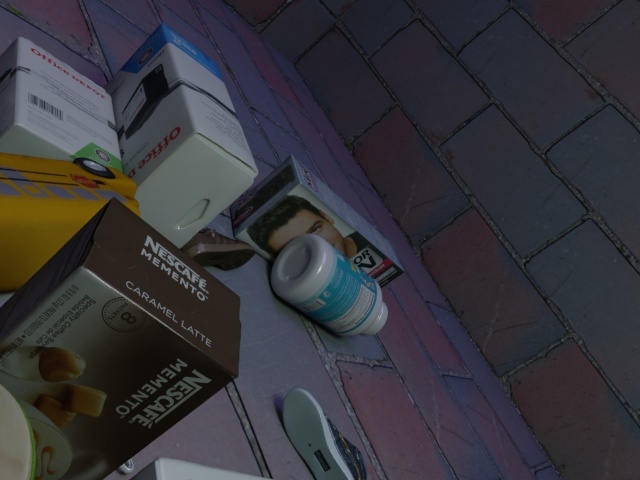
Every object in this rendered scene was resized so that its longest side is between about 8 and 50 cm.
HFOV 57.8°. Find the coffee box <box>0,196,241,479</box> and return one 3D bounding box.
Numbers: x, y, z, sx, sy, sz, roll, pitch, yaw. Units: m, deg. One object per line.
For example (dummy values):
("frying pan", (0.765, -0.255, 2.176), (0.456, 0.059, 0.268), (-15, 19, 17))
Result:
("coffee box", (-0.197, 0.105, 0.462), (0.141, 0.246, 0.098), (43, 19, -26))

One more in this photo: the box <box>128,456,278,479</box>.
("box", (-0.052, 0.320, 0.448), (0.345, 0.215, 0.168), (36, 22, -43))

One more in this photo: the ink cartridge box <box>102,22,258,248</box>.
("ink cartridge box", (-0.249, -0.157, 0.909), (0.129, 0.223, 0.307), (33, 25, -45))

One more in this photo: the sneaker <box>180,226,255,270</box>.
("sneaker", (-0.182, 0.005, 1.017), (0.071, 0.066, 0.188), (56, 17, 17))

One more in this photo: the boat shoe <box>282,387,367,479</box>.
("boat shoe", (0.007, 0.309, 0.893), (0.183, 0.065, 0.083), (62, 18, 12))

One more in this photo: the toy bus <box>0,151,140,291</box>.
("toy bus", (-0.309, -0.022, 0.608), (0.130, 0.108, 0.332), (33, 12, 16))

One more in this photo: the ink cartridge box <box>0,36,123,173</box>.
("ink cartridge box", (-0.374, -0.158, 0.810), (0.160, 0.092, 0.219), (34, 24, -45))

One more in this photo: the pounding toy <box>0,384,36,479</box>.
("pounding toy", (-0.269, 0.190, 0.324), (0.183, 0.110, 0.237), (13, 37, 1))

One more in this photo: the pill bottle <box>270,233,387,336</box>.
("pill bottle", (0.031, 0.108, 1.216), (0.264, 0.146, 0.146), (39, 21, -37))

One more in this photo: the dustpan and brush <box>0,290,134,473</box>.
("dustpan and brush", (-0.245, 0.144, 0.610), (0.211, 0.060, 0.147), (48, 17, 14))

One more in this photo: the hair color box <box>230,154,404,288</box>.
("hair color box", (0.000, 0.000, 1.289), (0.374, 0.185, 0.114), (38, 22, -36))
